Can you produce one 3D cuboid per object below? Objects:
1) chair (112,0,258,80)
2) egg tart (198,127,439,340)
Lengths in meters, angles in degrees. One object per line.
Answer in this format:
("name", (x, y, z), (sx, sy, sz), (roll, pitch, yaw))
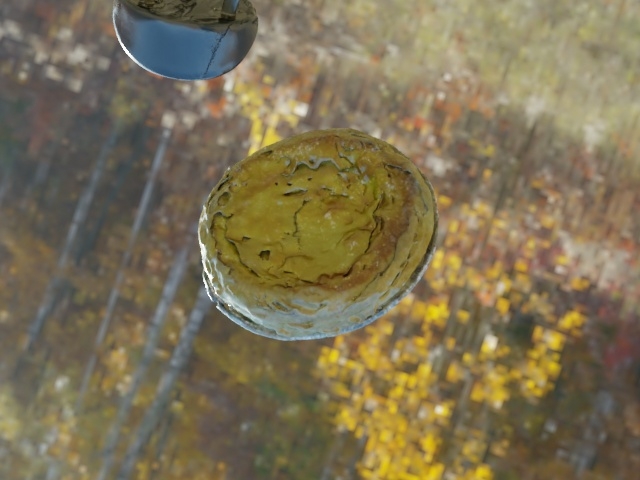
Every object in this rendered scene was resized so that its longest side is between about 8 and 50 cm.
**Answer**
("chair", (-0.075, -0.221, 1.014), (0.104, 0.222, 0.095), (9, -157, -3))
("egg tart", (0.000, 0.000, 1.498), (0.234, 0.234, 0.094), (20, 155, 26))
